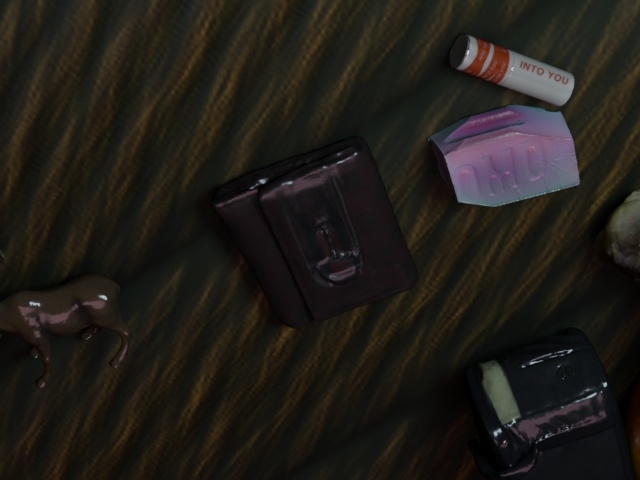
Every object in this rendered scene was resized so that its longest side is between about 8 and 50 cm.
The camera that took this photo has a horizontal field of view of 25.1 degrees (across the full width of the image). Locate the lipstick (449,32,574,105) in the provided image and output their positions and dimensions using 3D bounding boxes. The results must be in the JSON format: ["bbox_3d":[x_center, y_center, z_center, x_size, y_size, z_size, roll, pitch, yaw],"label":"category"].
[{"bbox_3d":[0.199,-0.176,1.490,0.131,0.038,0.038,16,127,-21],"label":"lipstick"}]

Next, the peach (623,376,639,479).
[{"bbox_3d":[0.489,0.240,1.785,0.231,0.231,0.231,-4,131,-5],"label":"peach"}]

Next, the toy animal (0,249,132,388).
[{"bbox_3d":[-0.330,0.076,1.610,0.214,0.093,0.186,-17,136,-3],"label":"toy animal"}]

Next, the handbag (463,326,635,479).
[{"bbox_3d":[0.271,0.237,1.769,0.181,0.181,0.254,-20,130,0],"label":"handbag"}]

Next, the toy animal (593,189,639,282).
[{"bbox_3d":[0.409,0.053,1.640,0.121,0.233,0.169,-32,168,32],"label":"toy animal"}]

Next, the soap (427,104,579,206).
[{"bbox_3d":[0.197,-0.091,1.553,0.149,0.056,0.100,-14,129,4],"label":"soap"}]

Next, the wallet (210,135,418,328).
[{"bbox_3d":[0.000,0.000,1.610,0.182,0.049,0.229,-21,132,6],"label":"wallet"}]
